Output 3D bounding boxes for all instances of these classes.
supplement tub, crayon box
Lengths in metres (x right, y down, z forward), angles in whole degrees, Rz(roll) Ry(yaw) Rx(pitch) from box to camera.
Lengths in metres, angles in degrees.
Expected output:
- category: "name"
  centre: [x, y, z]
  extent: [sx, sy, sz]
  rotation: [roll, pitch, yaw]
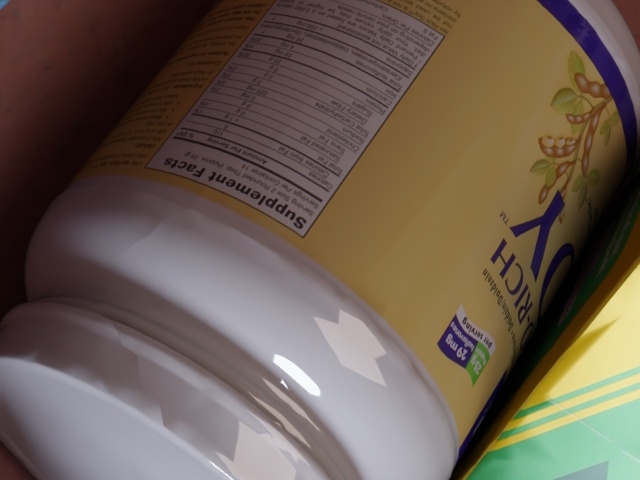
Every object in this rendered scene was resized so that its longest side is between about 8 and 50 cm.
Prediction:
- category: "supplement tub"
  centre: [0.000, 0.000, 0.848]
  extent: [0.331, 0.241, 0.241]
  rotation: [-56, 131, -27]
- category: "crayon box"
  centre: [0.174, 0.059, 0.934]
  extent: [0.313, 0.106, 0.363]
  rotation: [-56, 178, 33]

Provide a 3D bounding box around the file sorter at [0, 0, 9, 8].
- category: "file sorter"
  centre: [-0.198, -0.185, 0.702]
  extent: [0.170, 0.118, 0.104]
  rotation: [41, 68, -42]
